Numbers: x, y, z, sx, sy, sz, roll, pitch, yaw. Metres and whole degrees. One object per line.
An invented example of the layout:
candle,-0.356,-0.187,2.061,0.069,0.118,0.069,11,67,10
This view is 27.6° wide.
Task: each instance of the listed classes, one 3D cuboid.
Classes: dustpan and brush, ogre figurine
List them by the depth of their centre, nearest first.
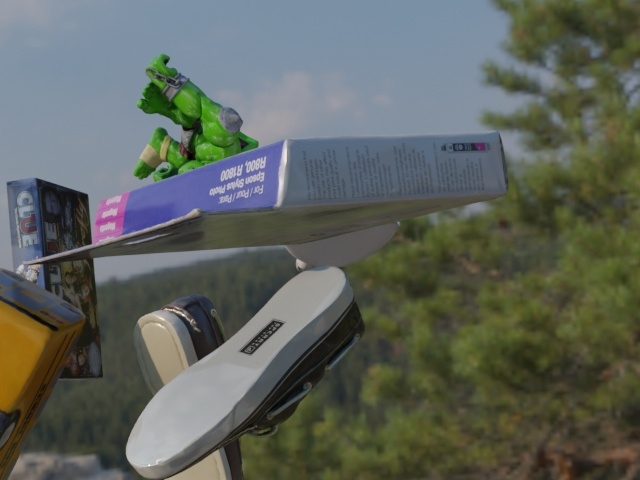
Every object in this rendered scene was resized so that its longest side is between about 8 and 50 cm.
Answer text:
ogre figurine,-0.138,-0.107,1.434,0.118,0.197,0.097,25,31,18
dustpan and brush,0.000,0.000,1.585,0.147,0.060,0.211,12,-36,-10

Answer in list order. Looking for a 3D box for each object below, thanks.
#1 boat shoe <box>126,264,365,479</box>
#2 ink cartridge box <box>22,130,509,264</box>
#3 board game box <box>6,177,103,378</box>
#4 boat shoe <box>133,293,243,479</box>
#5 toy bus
boat shoe,-0.047,0.112,0.976,0.219,0.070,0.077,-40,34,-23
ink cartridge box,-0.058,-0.038,1.185,0.330,0.072,0.324,-3,-6,-38
board game box,-0.329,0.053,1.626,0.042,0.243,0.165,-7,-6,11
boat shoe,-0.146,0.228,1.648,0.116,0.325,0.096,-1,18,38
toy bus,-0.340,0.196,1.172,0.108,0.333,0.130,28,9,4
